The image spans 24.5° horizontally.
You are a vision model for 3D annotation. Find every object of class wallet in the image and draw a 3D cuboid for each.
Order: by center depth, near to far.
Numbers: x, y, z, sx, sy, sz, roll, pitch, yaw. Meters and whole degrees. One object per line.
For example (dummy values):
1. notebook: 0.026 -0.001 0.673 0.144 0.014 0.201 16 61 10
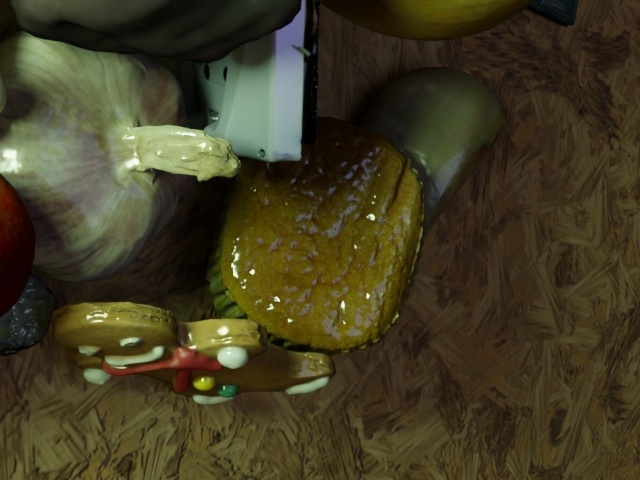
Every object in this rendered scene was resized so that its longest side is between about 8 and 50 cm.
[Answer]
1. wallet: 0.310 -0.340 1.960 0.129 0.026 0.088 12 93 -48

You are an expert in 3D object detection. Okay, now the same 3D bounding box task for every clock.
1. clock: -0.083 -0.186 1.427 0.083 0.253 0.186 -6 105 -26

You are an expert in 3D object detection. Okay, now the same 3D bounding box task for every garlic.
1. garlic: -0.184 -0.077 1.346 0.245 0.253 0.245 -15 109 -53
2. garlic: 0.115 -0.050 1.758 0.196 0.151 0.338 36 75 -59

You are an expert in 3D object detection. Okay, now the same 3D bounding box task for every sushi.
1. sushi: -0.320 0.060 1.359 0.150 0.078 0.091 -3 96 -46

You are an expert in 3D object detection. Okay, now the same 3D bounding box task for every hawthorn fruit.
1. hawthorn fruit: -0.312 -0.001 1.208 0.169 0.188 0.169 16 54 -24

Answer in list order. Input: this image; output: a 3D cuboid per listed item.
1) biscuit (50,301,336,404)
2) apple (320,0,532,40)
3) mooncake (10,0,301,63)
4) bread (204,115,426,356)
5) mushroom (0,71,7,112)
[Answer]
1. biscuit: -0.141 0.119 1.459 0.339 0.216 0.047 32 52 -60
2. apple: 0.097 -0.376 1.458 0.400 0.400 0.334 22 91 -48
3. mooncake: -0.116 -0.342 1.239 0.212 0.350 0.381 14 74 -51
4. bread: 0.000 0.000 1.587 0.227 0.142 0.253 24 79 -5
5. mushroom: -0.333 -0.276 1.185 0.126 0.177 0.397 -24 121 -51
